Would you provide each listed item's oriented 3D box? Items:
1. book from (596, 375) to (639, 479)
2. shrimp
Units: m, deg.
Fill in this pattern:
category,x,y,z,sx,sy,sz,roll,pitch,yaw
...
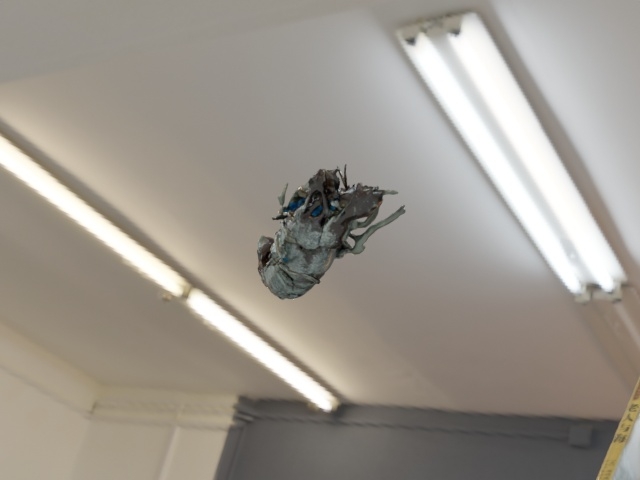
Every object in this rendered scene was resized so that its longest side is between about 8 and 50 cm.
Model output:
category,x,y,z,sx,sy,sz,roll,pitch,yaw
book,0.339,0.329,0.999,0.032,0.389,0.269,-8,-71,33
shrimp,0.000,0.005,0.670,0.082,0.076,0.174,7,-23,-17
